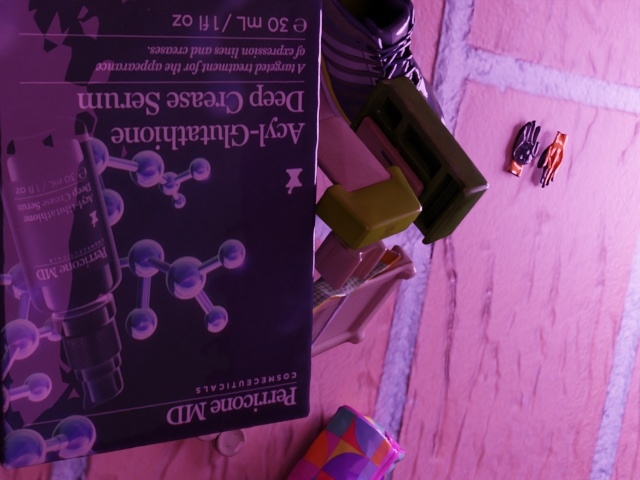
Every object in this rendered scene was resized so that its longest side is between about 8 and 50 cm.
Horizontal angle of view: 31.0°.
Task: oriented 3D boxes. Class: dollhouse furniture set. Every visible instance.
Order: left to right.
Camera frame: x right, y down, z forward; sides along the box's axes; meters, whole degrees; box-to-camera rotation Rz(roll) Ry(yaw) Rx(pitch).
[{"bbox_3d":[0.000,0.000,1.195,0.198,0.151,0.301,-20,155,-41],"label":"dollhouse furniture set"}]

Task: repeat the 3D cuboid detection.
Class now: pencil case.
[{"bbox_3d":[0.000,0.305,1.308,0.104,0.104,0.236,42,76,-33],"label":"pencil case"}]

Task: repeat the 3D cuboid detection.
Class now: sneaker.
[{"bbox_3d":[0.053,-0.202,1.211,0.111,0.121,0.300,-47,122,-15],"label":"sneaker"}]

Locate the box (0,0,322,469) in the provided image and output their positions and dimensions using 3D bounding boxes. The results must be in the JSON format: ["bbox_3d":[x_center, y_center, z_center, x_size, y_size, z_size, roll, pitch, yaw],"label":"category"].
[{"bbox_3d":[-0.179,-0.033,1.038,0.294,0.212,0.395,-6,104,-31],"label":"box"}]

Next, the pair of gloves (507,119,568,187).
[{"bbox_3d":[0.273,-0.108,1.446,0.083,0.010,0.074,18,92,-32],"label":"pair of gloves"}]

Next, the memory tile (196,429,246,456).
[{"bbox_3d":[-0.095,0.154,1.262,0.113,0.012,0.148,40,79,-33],"label":"memory tile"}]
